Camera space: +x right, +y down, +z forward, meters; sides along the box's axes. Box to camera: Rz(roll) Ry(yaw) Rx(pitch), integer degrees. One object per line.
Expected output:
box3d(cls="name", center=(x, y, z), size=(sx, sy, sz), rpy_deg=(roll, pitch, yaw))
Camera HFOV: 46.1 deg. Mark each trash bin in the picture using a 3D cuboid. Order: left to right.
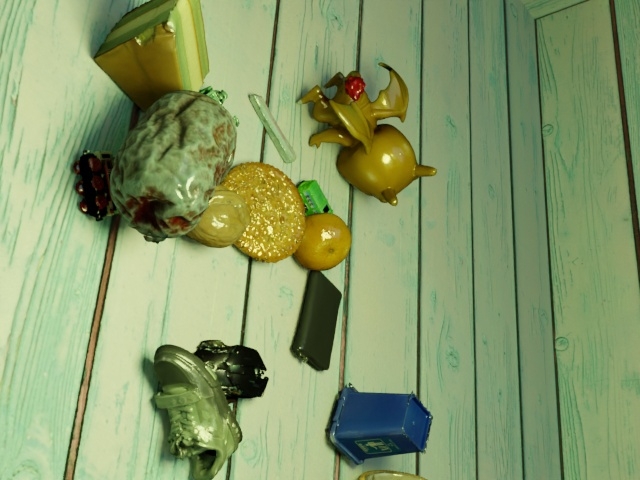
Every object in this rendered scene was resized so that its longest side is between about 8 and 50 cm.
box3d(cls="trash bin", center=(0.153, 0.459, 1.915), size=(0.162, 0.234, 0.184), rpy_deg=(49, 44, -33))

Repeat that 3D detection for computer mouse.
box3d(cls="computer mouse", center=(-0.189, 0.287, 1.634), size=(0.241, 0.077, 0.147), rpy_deg=(14, 70, -52))

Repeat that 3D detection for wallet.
box3d(cls="wallet", center=(-0.006, 0.212, 1.944), size=(0.149, 0.044, 0.250), rpy_deg=(45, 45, -43))

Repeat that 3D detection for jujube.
box3d(cls="jujube", center=(-0.285, -0.149, 1.470), size=(0.226, 0.226, 0.317), rpy_deg=(50, 39, -33))

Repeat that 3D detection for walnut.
box3d(cls="walnut", center=(-0.234, -0.054, 1.629), size=(0.166, 0.149, 0.167), rpy_deg=(35, 27, -21))

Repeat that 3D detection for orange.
box3d(cls="orange", center=(0.000, 0.000, 1.937), size=(0.159, 0.159, 0.136), rpy_deg=(46, 2, -37))

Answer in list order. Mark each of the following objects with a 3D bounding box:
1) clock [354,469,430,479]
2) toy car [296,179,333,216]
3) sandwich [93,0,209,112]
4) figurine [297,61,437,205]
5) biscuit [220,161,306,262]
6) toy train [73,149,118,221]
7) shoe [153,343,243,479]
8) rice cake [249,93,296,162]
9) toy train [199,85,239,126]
box3d(cls="clock", center=(0.172, 0.686, 1.883), size=(0.317, 0.244, 0.201), rpy_deg=(1, 99, -59))
box3d(cls="toy car", center=(-0.010, -0.084, 2.013), size=(0.165, 0.062, 0.071), rpy_deg=(61, 37, -21))
box3d(cls="sandwich", center=(-0.305, -0.384, 1.555), size=(0.198, 0.227, 0.155), rpy_deg=(48, 45, -34))
box3d(cls="figurine", center=(0.124, -0.288, 2.096), size=(0.387, 0.268, 0.401), rpy_deg=(55, 28, -7))
box3d(cls="biscuit", center=(-0.136, -0.072, 1.806), size=(0.253, 0.035, 0.254), rpy_deg=(13, 67, -34))
box3d(cls="toy train", center=(-0.425, -0.106, 1.453), size=(0.087, 0.050, 0.138), rpy_deg=(-9, 89, -61))
box3d(cls="shoe", center=(-0.258, 0.353, 1.481), size=(0.293, 0.109, 0.149), rpy_deg=(62, 32, -27))
box3d(cls="rice cake", center=(-0.124, -0.291, 1.949), size=(0.033, 0.033, 0.208), rpy_deg=(-49, 118, -38))
box3d(cls="toy train", center=(-0.258, -0.289, 1.728), size=(0.099, 0.081, 0.149), rpy_deg=(-55, 129, -47))
